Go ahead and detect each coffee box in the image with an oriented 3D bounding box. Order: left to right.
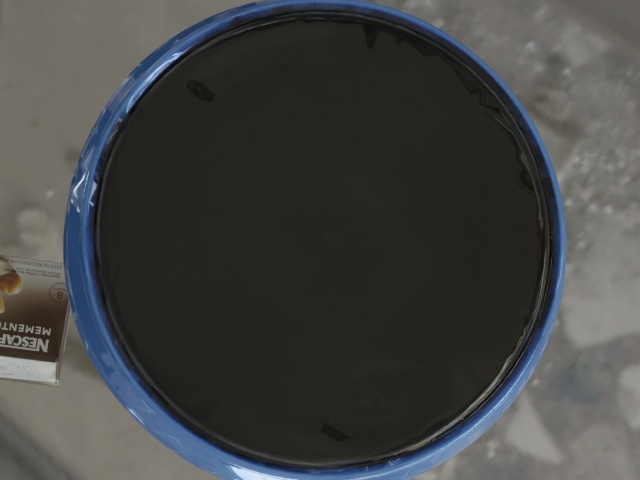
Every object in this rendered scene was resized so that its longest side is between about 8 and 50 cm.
[{"bbox_3d":[-0.442,0.093,2.183,0.246,0.141,0.098,8,155,-4],"label":"coffee box"}]

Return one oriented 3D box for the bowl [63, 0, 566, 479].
[{"bbox_3d":[0.000,0.000,1.320,0.391,0.391,0.077,55,171,1],"label":"bowl"}]
